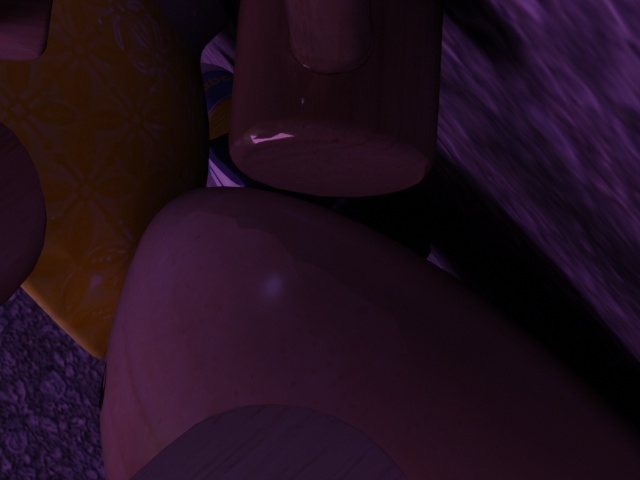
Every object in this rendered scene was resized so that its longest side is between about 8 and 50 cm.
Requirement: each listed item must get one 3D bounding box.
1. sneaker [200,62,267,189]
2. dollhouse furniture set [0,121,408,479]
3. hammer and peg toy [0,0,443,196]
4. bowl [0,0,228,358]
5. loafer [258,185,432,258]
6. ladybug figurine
[{"bbox_3d":[-0.045,-0.052,1.107,0.059,0.053,0.144,45,165,35],"label":"sneaker"},{"bbox_3d":[0.014,0.165,0.564,0.394,0.256,0.362,39,154,22],"label":"dollhouse furniture set"},{"bbox_3d":[-0.131,-0.119,0.456,0.361,0.127,0.266,7,159,-7],"label":"hammer and peg toy"},{"bbox_3d":[-0.139,-0.101,0.906,0.289,0.156,0.289,50,177,4],"label":"bowl"},{"bbox_3d":[0.000,0.000,0.932,0.076,0.078,0.223,48,175,-7],"label":"loafer"},{"bbox_3d":[0.062,0.161,0.846,0.449,0.162,0.305,46,162,-28],"label":"ladybug figurine"}]
